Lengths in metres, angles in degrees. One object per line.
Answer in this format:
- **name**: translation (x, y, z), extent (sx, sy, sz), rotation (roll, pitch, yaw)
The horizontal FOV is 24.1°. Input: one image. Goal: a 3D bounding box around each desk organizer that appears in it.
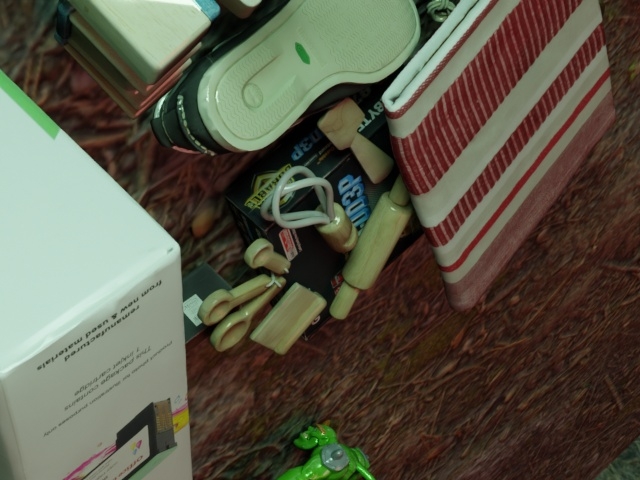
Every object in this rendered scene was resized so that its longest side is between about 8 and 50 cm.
- **desk organizer**: translation (-0.123, 0.080, 1.163), extent (0.130, 0.047, 0.050), rotation (-38, 157, -22)

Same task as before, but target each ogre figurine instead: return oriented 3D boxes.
- **ogre figurine**: translation (-0.009, 0.256, 1.568), extent (0.118, 0.097, 0.197), rotation (-37, 145, 4)

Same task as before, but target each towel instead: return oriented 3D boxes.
- **towel**: translation (0.149, -0.103, 1.207), extent (0.237, 0.037, 0.329), rotation (-52, 152, -14)

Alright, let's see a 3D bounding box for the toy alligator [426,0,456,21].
- **toy alligator**: translation (0.083, -0.219, 1.057), extent (0.190, 0.056, 0.051), rotation (72, 20, -71)

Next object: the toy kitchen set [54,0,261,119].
- **toy kitchen set**: translation (-0.076, -0.171, 0.783), extent (0.166, 0.122, 0.207), rotation (-44, -174, -10)

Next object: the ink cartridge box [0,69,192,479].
- **ink cartridge box**: translation (-0.177, 0.051, 0.833), extent (0.117, 0.201, 0.278), rotation (-36, 154, -25)

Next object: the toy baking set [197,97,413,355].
- **toy baking set**: translation (0.004, 0.000, 1.144), extent (0.196, 0.030, 0.256), rotation (-12, 138, -53)

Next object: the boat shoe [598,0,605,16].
- **boat shoe**: translation (0.190, -0.181, 1.292), extent (0.135, 0.045, 0.050), rotation (-28, 143, -33)

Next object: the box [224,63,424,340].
- **box**: translation (0.020, -0.031, 1.227), extent (0.175, 0.051, 0.220), rotation (-42, 155, -12)

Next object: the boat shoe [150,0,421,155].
- **boat shoe**: translation (-0.019, -0.123, 1.020), extent (0.079, 0.084, 0.233), rotation (-17, -166, 48)
